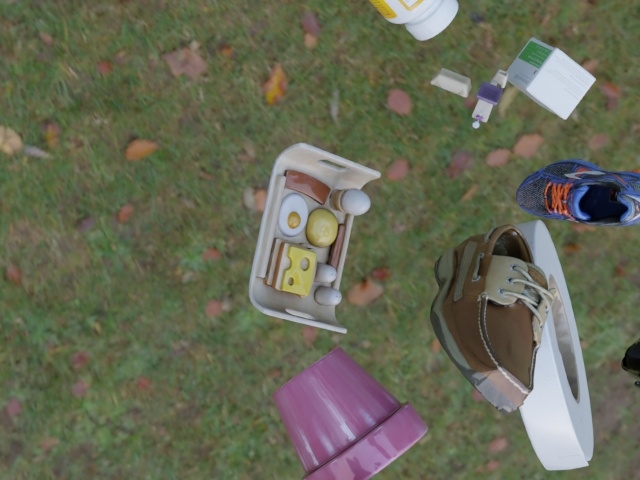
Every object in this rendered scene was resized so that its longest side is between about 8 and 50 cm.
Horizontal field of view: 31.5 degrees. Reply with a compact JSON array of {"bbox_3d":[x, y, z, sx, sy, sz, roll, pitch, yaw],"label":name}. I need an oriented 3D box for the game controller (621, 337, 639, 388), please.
[{"bbox_3d":[0.440,0.154,1.037,0.067,0.319,0.166,-68,152,-14],"label":"game controller"}]

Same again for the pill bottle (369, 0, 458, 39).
[{"bbox_3d":[0.116,-0.408,1.738,0.117,0.117,0.208,-45,119,6],"label":"pill bottle"}]

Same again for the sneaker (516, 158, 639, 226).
[{"bbox_3d":[0.336,-0.058,1.450,0.087,0.221,0.083,-15,101,-40],"label":"sneaker"}]

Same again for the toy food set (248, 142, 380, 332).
[{"bbox_3d":[0.000,0.000,2.038,0.219,0.092,0.306,17,83,-45],"label":"toy food set"}]

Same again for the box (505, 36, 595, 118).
[{"bbox_3d":[0.388,-0.277,1.932,0.102,0.101,0.087,31,100,-25],"label":"box"}]

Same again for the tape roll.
[{"bbox_3d":[0.355,0.162,1.796,0.072,0.392,0.392,-12,129,17],"label":"tape roll"}]

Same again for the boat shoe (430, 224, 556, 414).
[{"bbox_3d":[0.205,0.069,1.315,0.120,0.324,0.122,-41,109,19],"label":"boat shoe"}]

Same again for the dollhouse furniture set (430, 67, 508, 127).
[{"bbox_3d":[0.235,-0.241,1.858,0.114,0.091,0.081,23,138,5],"label":"dollhouse furniture set"}]

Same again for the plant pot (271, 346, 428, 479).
[{"bbox_3d":[0.029,0.268,1.704,0.201,0.201,0.180,-36,83,0],"label":"plant pot"}]
